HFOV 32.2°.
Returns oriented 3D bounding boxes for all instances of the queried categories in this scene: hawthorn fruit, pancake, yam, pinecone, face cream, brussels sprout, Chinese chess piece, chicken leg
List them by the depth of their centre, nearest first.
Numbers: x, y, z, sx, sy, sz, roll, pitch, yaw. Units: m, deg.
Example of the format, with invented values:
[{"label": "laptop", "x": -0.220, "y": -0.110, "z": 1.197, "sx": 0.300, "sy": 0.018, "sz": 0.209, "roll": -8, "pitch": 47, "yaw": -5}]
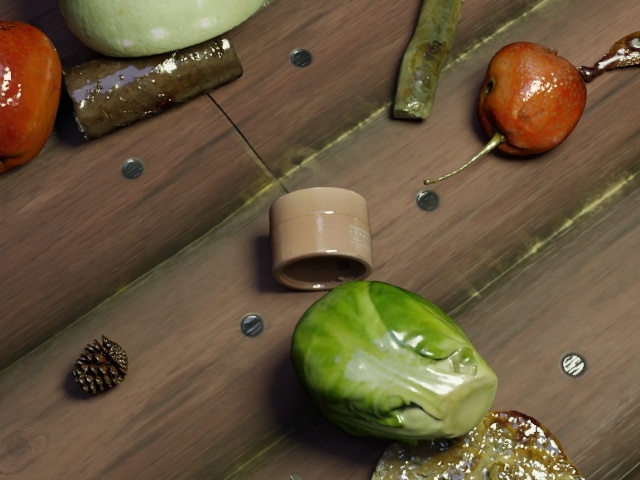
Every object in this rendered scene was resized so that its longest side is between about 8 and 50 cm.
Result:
[{"label": "pancake", "x": 0.217, "y": 0.395, "z": 1.471, "sx": 0.356, "sy": 0.065, "sz": 0.356, "roll": -1, "pitch": 65, "yaw": 3}, {"label": "brussels sprout", "x": 0.099, "y": 0.171, "z": 1.489, "sx": 0.271, "sy": 0.219, "sz": 0.210, "roll": 26, "pitch": 73, "yaw": 32}, {"label": "pinecone", "x": -0.317, "y": 0.181, "z": 1.593, "sx": 0.083, "sy": 0.077, "sz": 0.077, "roll": -35, "pitch": 68, "yaw": -12}, {"label": "face cream", "x": 0.000, "y": 0.000, "z": 1.612, "sx": 0.149, "sy": 0.149, "sz": 0.104, "roll": -4, "pitch": 67, "yaw": 2}, {"label": "hawthorn fruit", "x": 0.278, "y": -0.168, "z": 1.676, "sx": 0.165, "sy": 0.165, "sz": 0.285, "roll": 35, "pitch": 78, "yaw": 17}, {"label": "hawthorn fruit", "x": -0.506, "y": -0.195, "z": 1.710, "sx": 0.211, "sy": 0.211, "sz": 0.299, "roll": -1, "pitch": 77, "yaw": 3}, {"label": "Chinese chess piece", "x": -0.249, "y": -0.429, "z": 1.750, "sx": 0.349, "sy": 0.146, "sz": 0.349, "roll": -9, "pitch": 37, "yaw": 7}, {"label": "yam", "x": -0.269, "y": -0.264, "z": 1.763, "sx": 0.279, "sy": 0.131, "sz": 0.131, "roll": -25, "pitch": 67, "yaw": -9}, {"label": "chicken leg", "x": 0.521, "y": -0.295, "z": 1.765, "sx": 0.219, "sy": 0.048, "sz": 0.090, "roll": 1, "pitch": 63, "yaw": 4}, {"label": "yam", "x": 0.181, "y": -0.332, "z": 1.793, "sx": 0.071, "sy": 0.067, "sz": 0.317, "roll": 0, "pitch": 63, "yaw": 37}]

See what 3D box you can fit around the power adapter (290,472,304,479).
[{"label": "power adapter", "x": 0.012, "y": 0.420, "z": 1.415, "sx": 0.187, "sy": 0.124, "sz": 0.255, "roll": -43, "pitch": 66, "yaw": 17}]
